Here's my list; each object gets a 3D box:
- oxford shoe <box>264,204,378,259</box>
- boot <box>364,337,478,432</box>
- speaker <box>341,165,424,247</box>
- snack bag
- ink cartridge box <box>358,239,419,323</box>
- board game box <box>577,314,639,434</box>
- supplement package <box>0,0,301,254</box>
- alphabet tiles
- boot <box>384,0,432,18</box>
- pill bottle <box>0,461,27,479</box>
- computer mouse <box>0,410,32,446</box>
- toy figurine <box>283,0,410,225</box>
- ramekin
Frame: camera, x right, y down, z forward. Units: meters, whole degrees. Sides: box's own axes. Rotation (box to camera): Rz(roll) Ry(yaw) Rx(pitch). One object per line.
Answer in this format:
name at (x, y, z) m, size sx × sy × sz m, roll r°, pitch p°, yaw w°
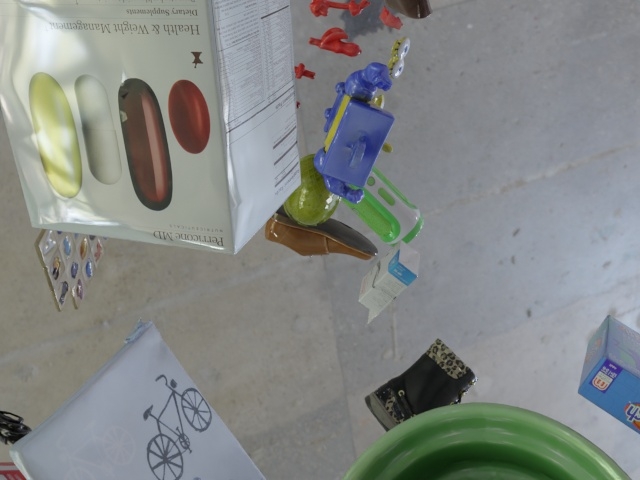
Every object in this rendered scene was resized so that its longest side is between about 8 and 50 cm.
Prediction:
oxford shoe at (0.000, 0.000, 1.232) m, size 0.212 × 0.076 × 0.076 m, roll 19°, pitch 113°, yaw -5°
boot at (0.213, 0.302, 1.140) m, size 0.178 × 0.236 × 0.085 m, roll -42°, pitch 168°, yaw -4°
speaker at (0.119, -0.116, 1.671) m, size 0.296 × 0.131 × 0.131 m, roll 42°, pitch 95°, yaw -17°
snack bag at (-0.183, 0.292, 0.792) m, size 0.037 × 0.323 × 0.342 m, roll -30°, pitch 100°, yaw 19°
ink cartridge box at (0.147, 0.096, 1.552) m, size 0.060 × 0.104 × 0.180 m, roll 36°, pitch 119°, yaw -10°
board game box at (0.349, 0.155, 0.683) m, size 0.047 × 0.160 × 0.210 m, roll -61°, pitch 161°, yaw 17°
supplement package at (-0.134, -0.119, 0.548) m, size 0.194 × 0.149 × 0.203 m, roll 6°, pitch 118°, yaw 18°
alphabet tiles at (-0.466, -0.045, 1.308) m, size 0.011 × 0.342 × 0.285 m, roll 4°, pitch 132°, yaw 2°
boot at (0.083, -0.472, 1.070) m, size 0.090 × 0.248 × 0.206 m, roll -29°, pitch 132°, yaw -14°
pill bottle at (-0.442, 0.392, 0.829) m, size 0.229 × 0.229 × 0.408 m, roll -51°, pitch 145°, yaw 9°
computer mouse at (-0.628, 0.287, 1.103) m, size 0.072 × 0.189 × 0.272 m, roll -62°, pitch 151°, yaw -10°
toy figurine at (0.005, -0.138, 0.929) m, size 0.191 × 0.217 × 0.362 m, roll 17°, pitch 117°, yaw -18°
ramekin at (0.157, 0.318, 0.624) m, size 0.303 × 0.303 × 0.148 m, roll -35°, pitch 148°, yaw -3°
